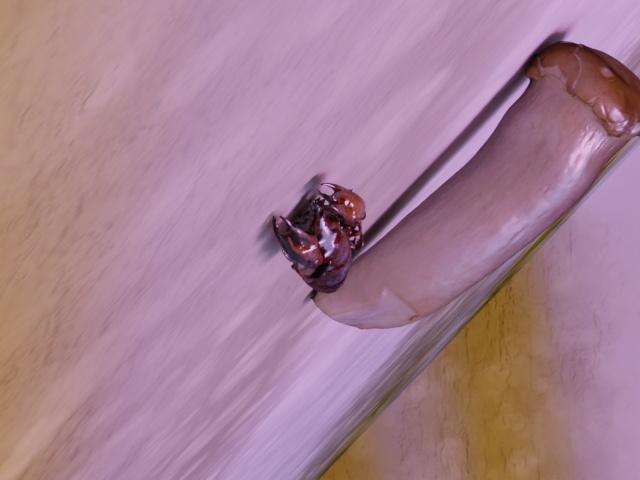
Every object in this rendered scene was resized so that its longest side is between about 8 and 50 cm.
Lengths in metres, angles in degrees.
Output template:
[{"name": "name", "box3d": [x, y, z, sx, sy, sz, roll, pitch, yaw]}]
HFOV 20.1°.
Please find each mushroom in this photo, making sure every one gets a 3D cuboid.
[{"name": "mushroom", "box3d": [0.086, -0.022, 0.968, 0.209, 0.071, 0.084, -43, 168, 8]}]

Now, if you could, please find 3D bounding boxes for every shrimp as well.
[{"name": "shrimp", "box3d": [0.002, -0.003, 0.727, 0.038, 0.029, 0.092, -45, 169, -3]}]
